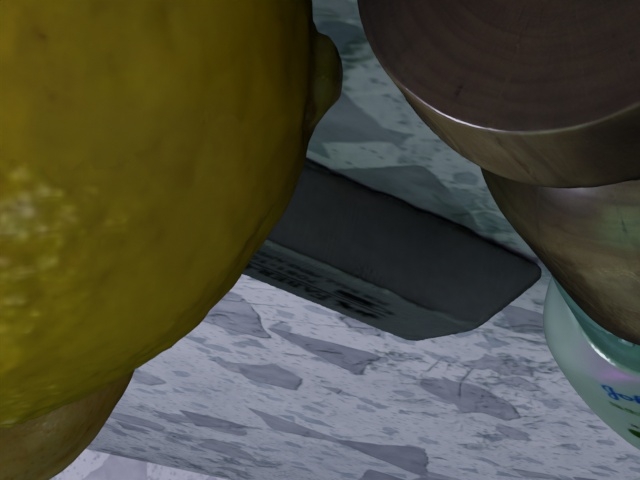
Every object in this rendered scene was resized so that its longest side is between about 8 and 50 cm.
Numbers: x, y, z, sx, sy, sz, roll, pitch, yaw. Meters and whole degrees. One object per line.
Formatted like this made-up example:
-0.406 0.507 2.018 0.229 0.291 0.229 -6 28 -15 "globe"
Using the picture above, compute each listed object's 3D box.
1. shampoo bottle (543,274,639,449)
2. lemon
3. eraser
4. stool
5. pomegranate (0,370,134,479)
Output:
0.243 0.040 1.030 0.221 0.151 0.349 10 161 24 "shampoo bottle"
-0.163 -0.075 0.735 0.364 0.364 0.364 14 162 5 "lemon"
0.000 0.001 1.231 0.352 0.077 0.111 22 160 -21 "eraser"
0.149 -0.071 0.725 0.179 0.179 0.264 5 160 30 "stool"
-0.274 0.018 1.032 0.332 0.333 0.332 14 162 5 "pomegranate"
